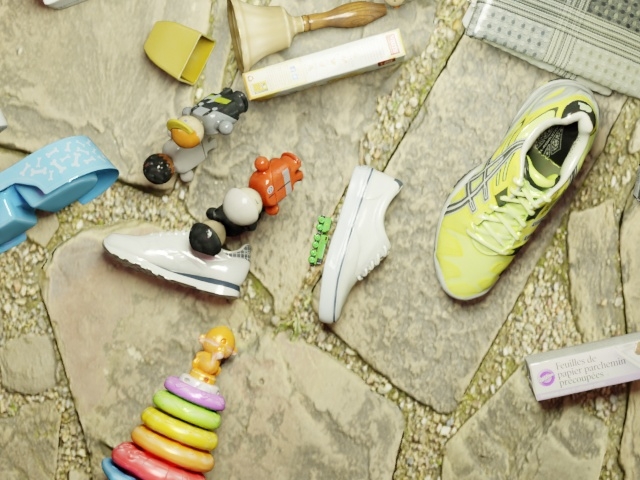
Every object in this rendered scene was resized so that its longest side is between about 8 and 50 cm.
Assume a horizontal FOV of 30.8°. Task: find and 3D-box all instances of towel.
[{"bbox_3d":[0.410,-0.400,1.762,0.324,0.056,0.312,18,95,-16],"label":"towel"}]

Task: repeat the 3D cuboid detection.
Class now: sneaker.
[{"bbox_3d":[-0.229,0.021,1.850,0.235,0.090,0.094,17,84,-3],"label":"sneaker"},{"bbox_3d":[0.289,-0.074,1.772,0.145,0.147,0.384,27,105,-2],"label":"sneaker"},{"bbox_3d":[0.063,0.013,1.824,0.091,0.094,0.258,16,96,5],"label":"sneaker"}]

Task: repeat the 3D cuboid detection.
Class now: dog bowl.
[{"bbox_3d":[-0.460,-0.065,1.808,0.297,0.166,0.074,-31,83,5],"label":"dog bowl"}]

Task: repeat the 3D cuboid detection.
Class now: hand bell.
[{"bbox_3d":[-0.015,-0.337,1.799,0.242,0.126,0.126,-11,96,-9],"label":"hand bell"}]

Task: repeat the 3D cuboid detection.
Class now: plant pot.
[{"bbox_3d":[-0.226,-0.300,1.811,0.083,0.081,0.081,29,96,10],"label":"plant pot"}]

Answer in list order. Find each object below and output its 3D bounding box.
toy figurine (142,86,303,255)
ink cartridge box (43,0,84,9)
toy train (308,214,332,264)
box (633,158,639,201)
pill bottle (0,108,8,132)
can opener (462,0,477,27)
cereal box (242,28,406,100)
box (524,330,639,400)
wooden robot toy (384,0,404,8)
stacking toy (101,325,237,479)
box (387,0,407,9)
[{"bbox_3d":[-0.157,-0.101,1.752,0.148,0.213,0.209,-41,94,-33],"label":"toy figurine"},{"bbox_3d":[-0.384,-0.483,1.790,0.154,0.093,0.212,-20,97,3],"label":"ink cartridge box"},{"bbox_3d":[0.000,0.000,1.864,0.024,0.017,0.083,12,96,-10],"label":"toy train"},{"bbox_3d":[0.596,-0.143,1.803,0.184,0.045,0.190,9,104,4],"label":"box"},{"bbox_3d":[-0.644,-0.319,1.749,0.229,0.229,0.407,-26,95,5],"label":"pill bottle"},{"bbox_3d":[0.306,-0.438,1.789,0.093,0.074,0.280,18,100,-34],"label":"can opener"},{"bbox_3d":[0.009,-0.263,1.758,0.240,0.173,0.047,-15,95,4],"label":"cereal box"},{"bbox_3d":[0.491,0.185,1.841,0.324,0.067,0.063,-13,95,3],"label":"box"},{"bbox_3d":[0.115,-0.385,1.713,0.173,0.076,0.079,-9,131,5],"label":"wooden robot toy"},{"bbox_3d":[-0.214,0.274,1.846,0.175,0.166,0.301,24,85,-16],"label":"stacking toy"},{"bbox_3d":[0.100,-0.502,1.768,0.113,0.094,0.275,-25,94,5],"label":"box"}]
